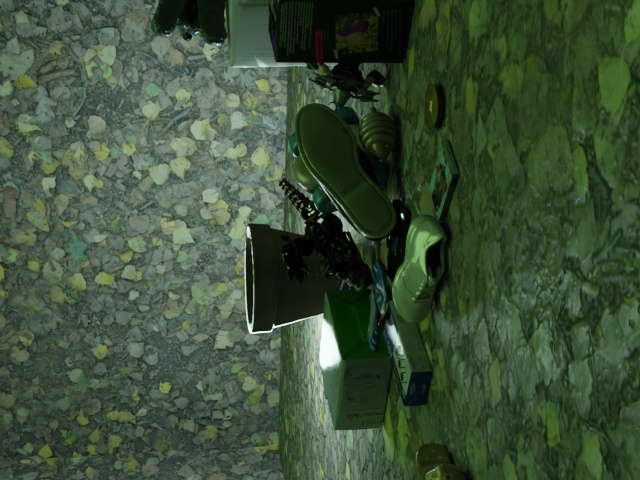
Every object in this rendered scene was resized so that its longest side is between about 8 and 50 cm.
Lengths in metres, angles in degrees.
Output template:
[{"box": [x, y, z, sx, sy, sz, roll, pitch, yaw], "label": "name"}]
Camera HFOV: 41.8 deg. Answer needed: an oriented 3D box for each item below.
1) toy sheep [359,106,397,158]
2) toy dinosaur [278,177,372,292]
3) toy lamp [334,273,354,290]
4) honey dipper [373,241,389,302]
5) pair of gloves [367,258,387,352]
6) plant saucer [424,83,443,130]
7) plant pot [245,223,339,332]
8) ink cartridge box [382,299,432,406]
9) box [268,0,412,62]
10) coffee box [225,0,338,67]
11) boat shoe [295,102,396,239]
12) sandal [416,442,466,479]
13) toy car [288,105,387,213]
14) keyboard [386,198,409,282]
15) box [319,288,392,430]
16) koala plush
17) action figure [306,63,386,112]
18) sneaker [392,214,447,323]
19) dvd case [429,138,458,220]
[{"box": [0.123, -0.231, 1.799, 0.091, 0.091, 0.132, 103, 158, -57], "label": "toy sheep"}, {"box": [0.000, 0.000, 2.024, 0.164, 0.322, 0.218, -57, -5, 25], "label": "toy dinosaur"}, {"box": [0.069, 0.184, 2.237, 0.275, 0.080, 0.080, 95, 169, -47], "label": "toy lamp"}, {"box": [0.136, 0.071, 1.940, 0.030, 0.030, 0.161, 102, 166, -55], "label": "honey dipper"}, {"box": [0.120, 0.144, 1.818, 0.198, 0.023, 0.159, 100, 171, -51], "label": "pair of gloves"}, {"box": [0.204, -0.239, 1.503, 0.083, 0.015, 0.083, 178, 90, -81], "label": "plant saucer"}, {"box": [-0.073, 0.106, 2.458, 0.323, 0.280, 0.323, 178, 90, -82], "label": "plant pot"}, {"box": [0.171, 0.222, 1.684, 0.207, 0.046, 0.097, -103, 15, -52], "label": "ink cartridge box"}, {"box": [0.035, -0.462, 1.720, 0.165, 0.270, 0.143, -103, 15, -50], "label": "box"}, {"box": [-0.077, -0.688, 2.177, 0.338, 0.337, 0.334, 97, 168, -51], "label": "coffee box"}, {"box": [0.053, -0.140, 1.808, 0.340, 0.127, 0.113, 53, 173, 16], "label": "boat shoe"}, {"box": [0.201, 0.397, 1.398, 0.240, 0.088, 0.079, -100, 6, -67], "label": "sandal"}, {"box": [0.066, -0.153, 2.017, 0.238, 0.210, 0.219, 52, -168, -56], "label": "toy car"}, {"box": [0.163, 0.004, 1.784, 0.108, 0.023, 0.180, -123, 33, -62], "label": "keyboard"}, {"box": [0.077, 0.286, 2.034, 0.262, 0.127, 0.231, -105, 16, -55], "label": "box"}, {"box": [-0.333, -0.605, 2.200, 0.221, 0.196, 0.203, -168, 87, -82], "label": "koala plush"}, {"box": [0.068, -0.413, 1.873, 0.099, 0.185, 0.285, -22, 53, 65], "label": "action figure"}, {"box": [0.186, 0.067, 1.505, 0.094, 0.080, 0.212, -130, 39, -57], "label": "sneaker"}, {"box": [0.215, -0.105, 1.466, 0.119, 0.013, 0.087, 100, 165, -49], "label": "dvd case"}]
